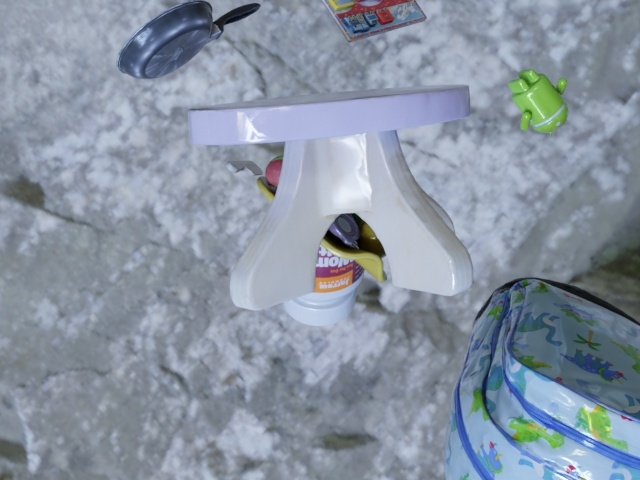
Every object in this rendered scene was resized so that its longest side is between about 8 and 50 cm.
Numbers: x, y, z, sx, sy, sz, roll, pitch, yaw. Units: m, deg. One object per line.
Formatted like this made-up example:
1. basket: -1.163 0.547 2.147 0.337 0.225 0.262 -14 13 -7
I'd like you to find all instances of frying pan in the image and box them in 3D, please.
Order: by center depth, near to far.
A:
1. frying pan: -0.237 -0.355 1.683 0.197 0.053 0.326 -38 172 26

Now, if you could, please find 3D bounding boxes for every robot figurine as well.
1. robot figurine: 0.359 -0.226 1.528 0.101 0.115 0.067 -44 -164 -13

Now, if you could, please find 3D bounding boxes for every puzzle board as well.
1. puzzle board: 0.051 -0.269 1.017 0.128 0.096 0.011 -25 169 -40

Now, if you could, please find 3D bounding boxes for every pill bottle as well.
1. pill bottle: 0.000 0.000 1.202 0.121 0.121 0.221 -30 140 -30

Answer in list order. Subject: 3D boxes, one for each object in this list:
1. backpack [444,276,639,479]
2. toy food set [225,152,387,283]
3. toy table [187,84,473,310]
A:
1. backpack: 0.270 0.191 1.009 0.355 0.290 0.273 -46 164 -47
2. toy food set: 0.004 -0.047 1.010 0.071 0.218 0.128 -52 169 9
3. toy table: 0.018 -0.046 0.804 0.274 0.252 0.160 -11 103 -29
